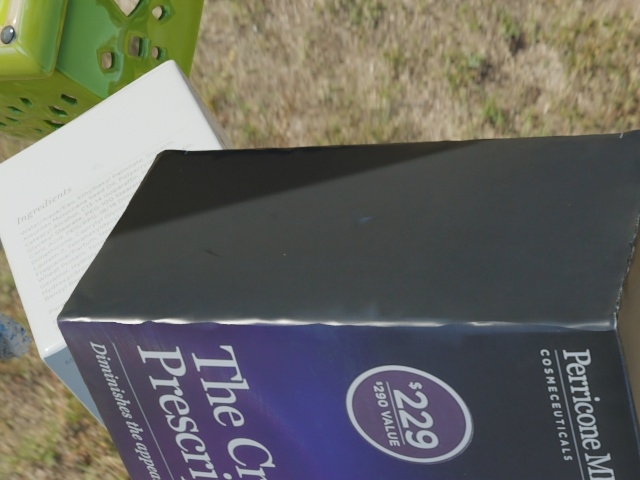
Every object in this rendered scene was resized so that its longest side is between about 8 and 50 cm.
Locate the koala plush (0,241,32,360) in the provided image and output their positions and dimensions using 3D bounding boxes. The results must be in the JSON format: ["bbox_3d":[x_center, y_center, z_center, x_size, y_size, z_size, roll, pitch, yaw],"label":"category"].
[{"bbox_3d":[-0.340,0.053,1.228,0.196,0.221,0.203,-13,59,-14],"label":"koala plush"}]

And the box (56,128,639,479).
[{"bbox_3d":[0.044,0.095,0.535,0.184,0.261,0.103,-3,37,22],"label":"box"}]

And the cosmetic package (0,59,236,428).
[{"bbox_3d":[-0.098,0.017,0.940,0.151,0.151,0.184,-31,46,1],"label":"cosmetic package"}]

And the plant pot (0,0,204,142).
[{"bbox_3d":[-0.264,-0.226,1.418,0.227,0.207,0.228,3,80,34],"label":"plant pot"}]
